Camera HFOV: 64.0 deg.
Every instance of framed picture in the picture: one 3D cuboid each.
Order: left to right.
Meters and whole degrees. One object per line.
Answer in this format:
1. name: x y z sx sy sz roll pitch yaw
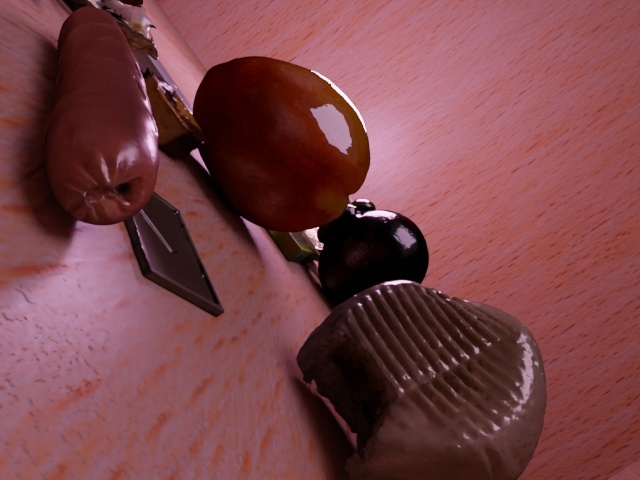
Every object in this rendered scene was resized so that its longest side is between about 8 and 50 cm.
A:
1. framed picture: -0.147 -0.003 0.485 0.149 0.011 0.109 56 4 35

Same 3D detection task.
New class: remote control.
1. remote control: -0.334 -0.343 1.028 0.250 0.034 0.103 55 4 4

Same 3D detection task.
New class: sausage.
1. sausage: -0.205 -0.140 0.477 0.088 0.088 0.433 51 5 -41

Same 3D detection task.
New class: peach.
1. peach: -0.075 -0.175 0.911 0.332 0.308 0.308 44 5 -10

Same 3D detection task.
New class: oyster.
1. oyster: -0.369 -0.389 0.848 0.209 0.072 0.132 17 40 -51

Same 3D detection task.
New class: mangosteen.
1. mangosteen: 0.122 0.038 1.298 0.313 0.297 0.297 60 2 -21

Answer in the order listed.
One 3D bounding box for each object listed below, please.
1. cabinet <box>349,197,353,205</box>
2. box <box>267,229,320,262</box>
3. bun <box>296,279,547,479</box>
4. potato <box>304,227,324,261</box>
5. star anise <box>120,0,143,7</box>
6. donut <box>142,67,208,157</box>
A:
1. cabinet: 0.033 -0.066 1.803 0.150 0.206 0.145 51 5 -48
2. box: -0.082 -0.025 1.261 0.173 0.043 0.311 55 4 7
3. bun: 0.122 0.183 0.605 0.281 0.282 0.204 -122 -160 -47
4. potato: 0.000 0.000 1.529 0.202 0.182 0.117 -113 -149 -44
5. star anise: -0.368 -0.413 0.703 0.288 0.088 0.288 39 18 -15
6. donut: -0.225 -0.182 0.753 0.140 0.059 0.140 54 3 -4
